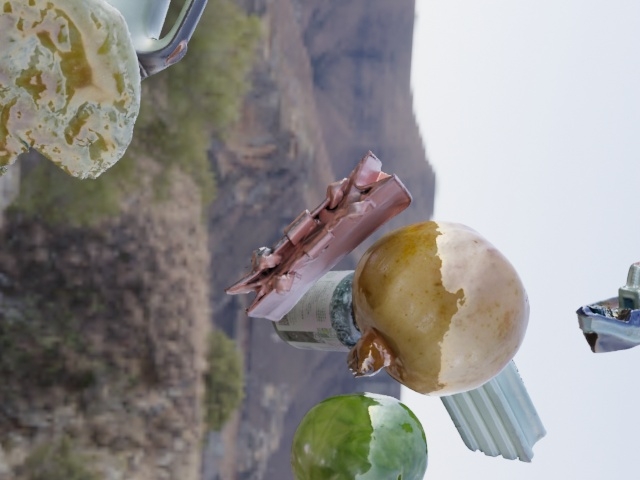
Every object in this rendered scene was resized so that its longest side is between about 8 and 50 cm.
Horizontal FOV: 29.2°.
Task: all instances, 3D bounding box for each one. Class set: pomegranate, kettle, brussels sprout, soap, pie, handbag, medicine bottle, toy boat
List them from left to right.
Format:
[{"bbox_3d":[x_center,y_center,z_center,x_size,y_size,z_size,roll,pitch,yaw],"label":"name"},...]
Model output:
[{"bbox_3d":[-0.368,-0.176,1.396,0.075,0.337,0.337,-111,-160,-49],"label":"pie"},{"bbox_3d":[-0.268,-0.347,1.724,0.165,0.240,0.255,59,37,-59],"label":"kettle"},{"bbox_3d":[0.000,0.000,1.327,0.059,0.212,0.157,47,3,9],"label":"handbag"},{"bbox_3d":[0.041,0.122,2.123,0.293,0.141,0.141,-5,-99,58],"label":"medicine bottle"},{"bbox_3d":[0.064,0.362,2.024,0.244,0.244,0.244,-178,-90,-86],"label":"brussels sprout"},{"bbox_3d":[0.135,0.077,1.400,0.207,0.207,0.207,-178,-90,-86],"label":"pomegranate"},{"bbox_3d":[0.299,0.280,2.231,0.094,0.150,0.261,-54,131,-33],"label":"soap"},{"bbox_3d":[0.512,0.107,2.058,0.114,0.262,0.115,5,-72,46],"label":"toy boat"}]

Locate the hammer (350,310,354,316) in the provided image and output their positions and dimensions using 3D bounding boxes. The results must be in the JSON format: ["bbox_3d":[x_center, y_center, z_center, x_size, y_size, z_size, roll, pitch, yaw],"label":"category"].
[{"bbox_3d":[0.130,0.085,1.726,0.021,0.178,0.065,76,5,-51],"label":"hammer"}]
